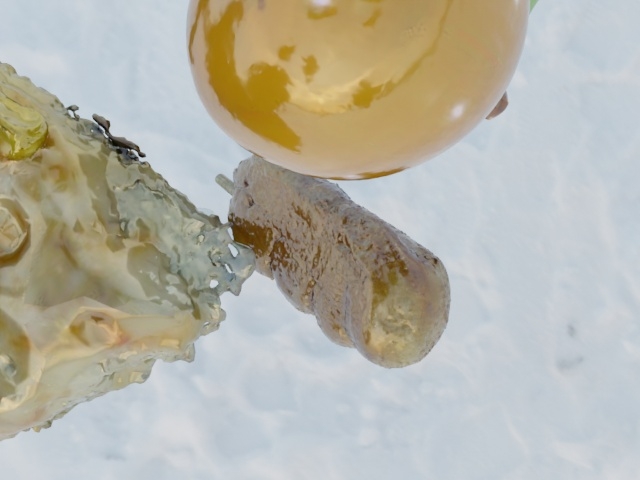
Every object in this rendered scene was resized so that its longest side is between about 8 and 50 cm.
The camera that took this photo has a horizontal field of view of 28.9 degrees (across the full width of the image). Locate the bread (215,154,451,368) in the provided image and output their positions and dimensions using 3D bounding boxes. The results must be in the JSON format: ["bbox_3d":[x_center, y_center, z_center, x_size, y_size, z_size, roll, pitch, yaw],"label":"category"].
[{"bbox_3d":[-0.002,0.000,1.081,0.344,0.084,0.124,37,119,51],"label":"bread"}]

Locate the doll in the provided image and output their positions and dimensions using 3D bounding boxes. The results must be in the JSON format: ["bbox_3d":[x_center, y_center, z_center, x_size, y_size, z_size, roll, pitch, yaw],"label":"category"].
[{"bbox_3d":[0.048,-0.129,0.746,0.213,0.236,0.214,-28,51,42],"label":"doll"}]

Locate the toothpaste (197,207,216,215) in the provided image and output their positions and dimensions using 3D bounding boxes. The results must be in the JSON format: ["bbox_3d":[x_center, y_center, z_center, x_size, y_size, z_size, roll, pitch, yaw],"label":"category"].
[{"bbox_3d":[-0.120,-0.002,1.198,0.039,0.239,0.062,-14,98,0],"label":"toothpaste"}]

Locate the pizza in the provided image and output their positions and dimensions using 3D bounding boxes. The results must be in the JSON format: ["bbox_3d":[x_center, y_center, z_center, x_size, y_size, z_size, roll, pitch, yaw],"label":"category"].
[{"bbox_3d":[-0.314,0.022,0.788,0.435,0.080,0.392,40,108,4],"label":"pizza"}]
